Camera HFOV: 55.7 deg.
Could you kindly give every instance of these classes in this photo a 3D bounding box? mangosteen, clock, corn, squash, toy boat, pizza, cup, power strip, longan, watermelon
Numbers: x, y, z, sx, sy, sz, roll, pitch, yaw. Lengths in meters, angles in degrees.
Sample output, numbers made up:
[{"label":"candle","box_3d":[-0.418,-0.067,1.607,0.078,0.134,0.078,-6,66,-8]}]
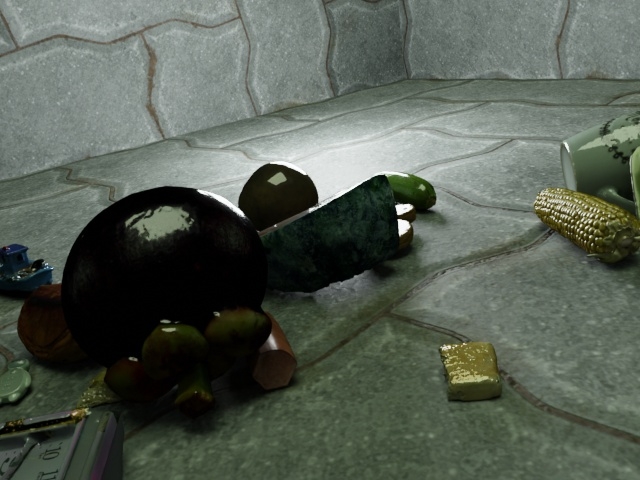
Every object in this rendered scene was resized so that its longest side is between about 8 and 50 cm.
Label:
[{"label":"mangosteen","box_3d":[-0.190,0.082,0.782,0.274,0.275,0.302,-14,59,-14]},{"label":"clock","box_3d":[-0.298,0.265,0.578,0.186,0.084,0.253,-9,21,-3]},{"label":"corn","box_3d":[0.459,-0.037,1.062,0.091,0.091,0.260,-3,19,-9]},{"label":"squash","box_3d":[0.185,-0.119,1.405,0.068,0.078,0.219,-12,17,-34]},{"label":"toy boat","box_3d":[-0.639,0.055,1.247,0.223,0.097,0.100,7,23,34]},{"label":"pizza","box_3d":[-0.284,0.197,0.832,0.122,0.027,0.108,13,32,43]},{"label":"cup","box_3d":[0.610,-0.131,1.172,0.233,0.186,0.258,-13,47,12]},{"label":"power strip","box_3d":[-0.440,0.207,0.873,0.055,0.035,0.083,-10,34,-3]},{"label":"longan","box_3d":[-0.096,-0.091,1.337,0.187,0.168,0.167,-20,10,38]},{"label":"watermelon","box_3d":[0.000,0.000,1.081,0.318,0.148,0.226,-23,13,18]}]

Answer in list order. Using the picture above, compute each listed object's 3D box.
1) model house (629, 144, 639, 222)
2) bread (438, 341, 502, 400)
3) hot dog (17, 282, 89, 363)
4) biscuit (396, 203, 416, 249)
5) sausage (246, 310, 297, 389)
[{"label":"model house","box_3d":[0.623,-0.136,0.926,0.218,0.279,0.205,-3,66,14]},{"label":"bread","box_3d":[0.183,0.158,0.738,0.070,0.035,0.083,-7,27,6]},{"label":"hot dog","box_3d":[-0.384,0.121,0.966,0.226,0.099,0.160,8,26,40]},{"label":"biscuit","box_3d":[0.100,-0.032,1.249,0.196,0.049,0.301,-20,22,-10]},{"label":"sausage","box_3d":[-0.081,0.143,0.850,0.065,0.065,0.169,-13,20,-12]}]
